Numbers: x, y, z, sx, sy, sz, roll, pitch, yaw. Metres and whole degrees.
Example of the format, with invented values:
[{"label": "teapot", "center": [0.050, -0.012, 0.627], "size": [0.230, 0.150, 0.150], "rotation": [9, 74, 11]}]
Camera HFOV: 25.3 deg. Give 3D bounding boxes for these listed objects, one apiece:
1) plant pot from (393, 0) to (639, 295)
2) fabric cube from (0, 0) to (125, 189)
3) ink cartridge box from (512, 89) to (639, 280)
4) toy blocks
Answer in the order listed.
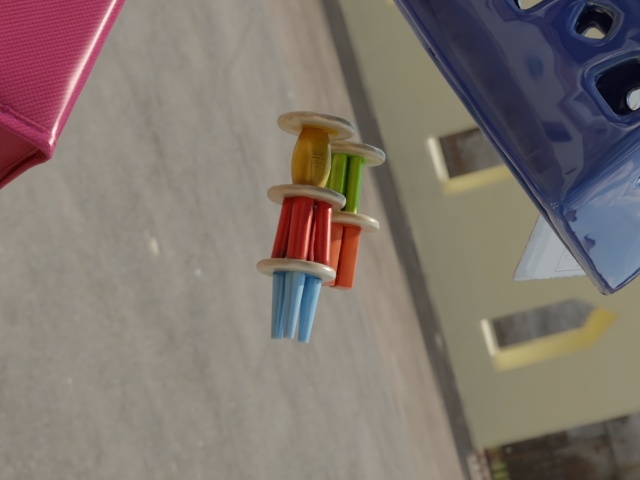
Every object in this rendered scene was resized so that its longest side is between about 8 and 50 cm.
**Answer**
[{"label": "plant pot", "center": [0.179, -0.133, 0.853], "size": [0.236, 0.212, 0.236], "rotation": [59, 8, 21]}, {"label": "fabric cube", "center": [-0.228, -0.161, 0.645], "size": [0.254, 0.259, 0.258], "rotation": [33, 57, -22]}, {"label": "ink cartridge box", "center": [0.262, -0.061, 1.143], "size": [0.066, 0.232, 0.189], "rotation": [54, -46, 48]}, {"label": "toy blocks", "center": [0.000, 0.000, 0.963], "size": [0.123, 0.054, 0.148], "rotation": [33, 62, -66]}]
